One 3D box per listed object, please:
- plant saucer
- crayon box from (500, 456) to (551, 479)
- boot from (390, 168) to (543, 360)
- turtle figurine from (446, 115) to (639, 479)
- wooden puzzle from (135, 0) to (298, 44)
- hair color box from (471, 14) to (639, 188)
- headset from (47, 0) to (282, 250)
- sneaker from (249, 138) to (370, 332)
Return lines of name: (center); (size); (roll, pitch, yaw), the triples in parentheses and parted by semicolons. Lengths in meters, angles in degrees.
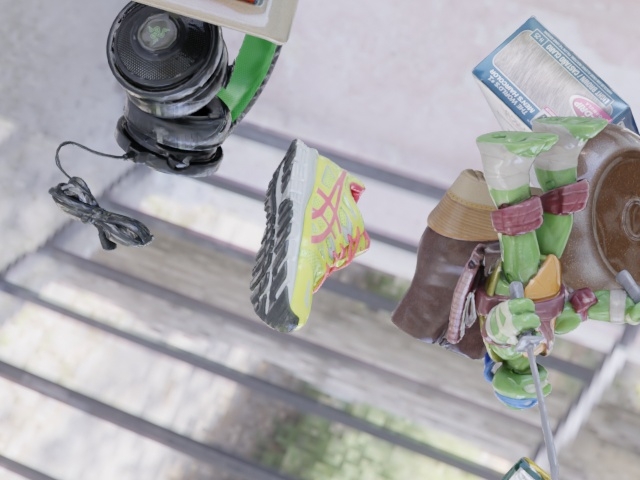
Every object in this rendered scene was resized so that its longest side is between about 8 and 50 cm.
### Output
plant saucer: (0.304, -0.020, 1.685); (0.198, 0.036, 0.199); (3, 86, -40)
crayon box: (0.320, 0.405, 1.790); (0.106, 0.363, 0.313); (-47, 164, -9)
boot: (0.223, 0.043, 1.899); (0.090, 0.248, 0.207); (-88, -162, -66)
turtle figurine: (0.229, 0.034, 1.476); (0.197, 0.274, 0.266); (-8, 104, -15)
wooden puzzle: (-0.119, -0.330, 1.705); (0.044, 0.238, 0.221); (138, -34, -66)
hair color box: (0.310, -0.112, 2.045); (0.105, 0.174, 0.347); (-42, 153, 1)
headset: (-0.148, -0.151, 1.890); (0.394, 0.185, 0.243); (-45, 156, -31)
sneaker: (0.000, 0.000, 1.451); (0.081, 0.094, 0.208); (-53, -161, 43)
